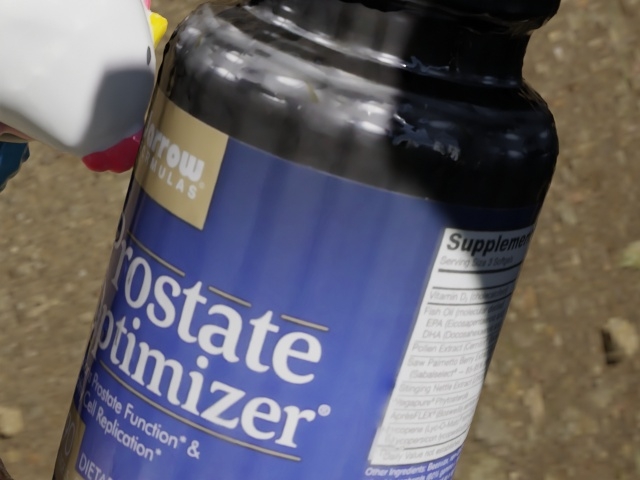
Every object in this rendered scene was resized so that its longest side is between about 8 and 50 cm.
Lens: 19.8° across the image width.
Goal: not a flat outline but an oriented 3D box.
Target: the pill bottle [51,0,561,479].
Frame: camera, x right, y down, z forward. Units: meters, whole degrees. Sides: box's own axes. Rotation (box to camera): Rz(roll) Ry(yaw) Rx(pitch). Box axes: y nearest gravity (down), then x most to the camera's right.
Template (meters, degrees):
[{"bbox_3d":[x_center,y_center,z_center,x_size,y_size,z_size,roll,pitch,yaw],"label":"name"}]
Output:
[{"bbox_3d":[0.000,0.000,0.556,0.123,0.123,0.219,4,109,-36],"label":"pill bottle"}]

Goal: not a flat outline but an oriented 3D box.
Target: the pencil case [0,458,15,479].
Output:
[{"bbox_3d":[-0.121,0.210,0.777,0.183,0.160,0.410,-39,91,-13],"label":"pencil case"}]

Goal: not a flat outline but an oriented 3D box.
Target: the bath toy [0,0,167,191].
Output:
[{"bbox_3d":[-0.163,-0.081,0.937,0.129,0.348,0.151,46,71,-14],"label":"bath toy"}]
